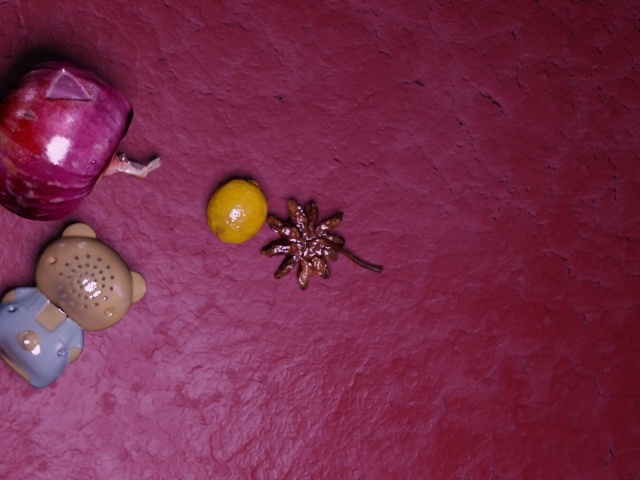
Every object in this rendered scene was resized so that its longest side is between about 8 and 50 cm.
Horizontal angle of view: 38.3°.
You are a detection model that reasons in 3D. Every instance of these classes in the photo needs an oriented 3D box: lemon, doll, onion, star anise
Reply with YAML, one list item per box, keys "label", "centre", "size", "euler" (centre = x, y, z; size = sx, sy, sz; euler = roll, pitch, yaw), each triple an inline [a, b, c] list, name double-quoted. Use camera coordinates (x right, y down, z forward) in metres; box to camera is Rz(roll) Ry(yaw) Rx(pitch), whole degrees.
- label: "lemon"
  centre: [-0.151, -0.055, 1.692]
  size: [0.109, 0.109, 0.133]
  euler: [35, 71, -10]
- label: "doll"
  centre: [-0.439, 0.110, 1.569]
  size: [0.177, 0.161, 0.261]
  euler: [45, 77, -6]
- label: "onion"
  centre: [-0.453, -0.153, 1.553]
  size: [0.272, 0.256, 0.230]
  euler: [18, 63, 9]
- label: "star anise"
  centre: [0.002, -0.001, 1.752]
  size: [0.234, 0.073, 0.177]
  euler: [-12, 97, -24]
